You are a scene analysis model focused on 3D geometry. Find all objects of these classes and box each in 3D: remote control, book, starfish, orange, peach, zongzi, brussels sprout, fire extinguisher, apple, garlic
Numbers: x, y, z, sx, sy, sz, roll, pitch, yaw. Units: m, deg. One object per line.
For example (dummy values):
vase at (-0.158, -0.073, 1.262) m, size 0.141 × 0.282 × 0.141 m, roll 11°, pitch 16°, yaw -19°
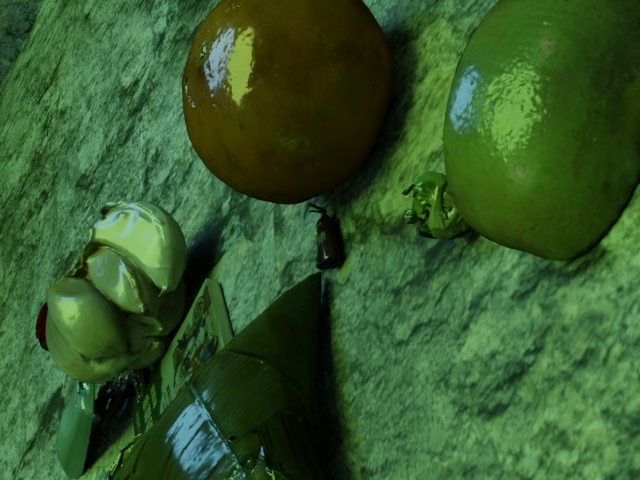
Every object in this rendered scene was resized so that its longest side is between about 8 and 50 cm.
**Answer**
remote control at (-0.392, 0.289, 2.132) m, size 0.293 × 0.051 × 0.103 m, roll 118°, pitch 153°, yaw -55°
book at (-0.194, 0.212, 1.861) m, size 0.264 × 0.027 × 0.202 m, roll -60°, pitch 26°, yaw 23°
starfish at (-0.318, 0.199, 2.109) m, size 0.213 × 0.057 × 0.238 m, roll 8°, pitch 87°, yaw 56°
orange at (-0.043, -0.186, 1.586) m, size 0.284 × 0.226 × 0.284 m, roll -33°, pitch 50°, yaw 51°
peach at (-0.467, 0.151, 2.420) m, size 0.172 × 0.092 × 0.127 m, roll 13°, pitch 81°, yaw 69°
zongzi at (-0.028, 0.197, 1.423) m, size 0.360 × 0.160 × 0.323 m, roll -51°, pitch 36°, yaw -16°
brussels sprout at (0.120, -0.027, 1.304) m, size 0.085 × 0.085 × 0.058 m, roll -33°, pitch 47°, yaw 55°
fire extinguisher at (0.006, 0.001, 1.591) m, size 0.100 × 0.032 × 0.046 m, roll -99°, pitch 2°, yaw -47°
apple at (0.200, -0.120, 1.146) m, size 0.193 × 0.120 × 0.265 m, roll 10°, pitch 85°, yaw 55°
garlic at (-0.286, 0.096, 1.981) m, size 0.203 × 0.185 × 0.281 m, roll 36°, pitch 82°, yaw 34°
